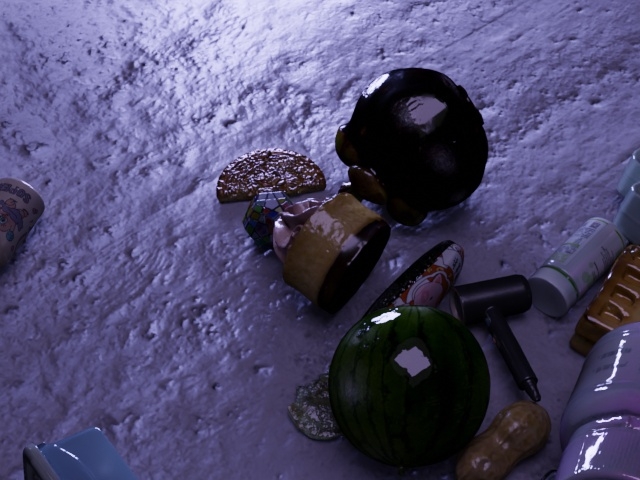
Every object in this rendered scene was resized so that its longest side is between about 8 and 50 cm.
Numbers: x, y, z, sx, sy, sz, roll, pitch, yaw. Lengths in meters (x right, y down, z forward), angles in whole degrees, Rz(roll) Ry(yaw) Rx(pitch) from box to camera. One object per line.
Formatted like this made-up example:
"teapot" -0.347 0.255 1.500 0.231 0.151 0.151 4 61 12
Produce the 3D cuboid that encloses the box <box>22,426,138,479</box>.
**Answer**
"box" -0.323 0.382 1.468 0.130 0.162 0.227 -26 55 -33

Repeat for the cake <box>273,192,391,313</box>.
"cake" 0.000 0.000 1.746 0.178 0.208 0.185 35 89 11

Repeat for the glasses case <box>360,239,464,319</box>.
"glasses case" 0.148 0.099 1.734 0.067 0.103 0.267 36 60 23

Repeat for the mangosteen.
"mangosteen" 0.157 -0.166 1.873 0.287 0.287 0.233 12 42 9

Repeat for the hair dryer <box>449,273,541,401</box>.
"hair dryer" 0.313 0.160 1.694 0.128 0.070 0.255 -13 46 -12

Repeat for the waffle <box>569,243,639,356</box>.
"waffle" 0.596 0.157 1.696 0.328 0.098 0.224 29 58 19

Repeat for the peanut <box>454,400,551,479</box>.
"peanut" 0.274 0.307 1.573 0.193 0.089 0.089 -37 59 -26

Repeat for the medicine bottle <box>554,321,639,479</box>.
"medicine bottle" 0.455 0.287 1.467 0.241 0.241 0.302 21 43 16

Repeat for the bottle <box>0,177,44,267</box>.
"bottle" -0.571 -0.010 1.817 0.097 0.110 0.209 15 51 12

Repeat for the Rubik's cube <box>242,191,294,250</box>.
"Rubik's cube" -0.084 -0.034 1.850 0.111 0.093 0.111 1 51 -1

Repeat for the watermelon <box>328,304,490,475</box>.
"watermelon" 0.130 0.215 1.549 0.242 0.242 0.242 0 50 0

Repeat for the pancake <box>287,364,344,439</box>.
"pancake" 0.015 0.260 1.653 0.129 0.022 0.116 -31 59 -23

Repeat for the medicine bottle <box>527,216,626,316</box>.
"medicine bottle" 0.438 0.044 1.792 0.086 0.086 0.183 36 59 26

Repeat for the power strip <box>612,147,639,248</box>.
"power strip" 0.629 -0.053 1.868 0.261 0.141 0.229 -22 54 -35

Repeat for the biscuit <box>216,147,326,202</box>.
"biscuit" -0.098 -0.128 1.970 0.206 0.025 0.126 -7 51 -7

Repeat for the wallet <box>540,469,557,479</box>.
"wallet" 0.332 0.446 1.494 0.222 0.036 0.167 -38 61 -25
